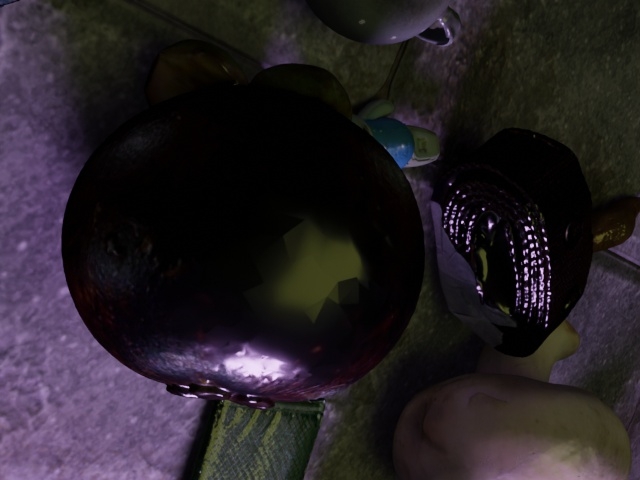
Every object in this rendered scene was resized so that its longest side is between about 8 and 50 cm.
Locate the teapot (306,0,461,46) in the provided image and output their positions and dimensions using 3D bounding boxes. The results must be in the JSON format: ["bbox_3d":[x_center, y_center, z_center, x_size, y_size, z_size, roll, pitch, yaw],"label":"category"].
[{"bbox_3d":[0.055,-0.296,0.883,0.193,0.129,0.294,-56,136,-9],"label":"teapot"}]

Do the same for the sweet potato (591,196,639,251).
[{"bbox_3d":[0.482,-0.029,1.424,0.226,0.068,0.068,-26,124,-32],"label":"sweet potato"}]

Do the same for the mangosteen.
[{"bbox_3d":[-0.064,-0.010,0.780,0.330,0.330,0.330,-18,119,-36],"label":"mangosteen"}]

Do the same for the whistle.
[{"bbox_3d":[0.059,-0.108,1.002,0.235,0.077,0.114,-5,87,-43],"label":"whistle"}]

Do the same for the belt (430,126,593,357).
[{"bbox_3d":[0.240,0.012,1.136,0.164,0.184,0.289,-36,127,-37],"label":"belt"}]

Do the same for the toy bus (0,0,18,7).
[{"bbox_3d":[-0.230,-0.243,0.629,0.262,0.150,0.128,-31,125,-35],"label":"toy bus"}]

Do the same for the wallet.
[{"bbox_3d":[-0.091,0.290,1.053,0.160,0.055,0.236,15,92,-42],"label":"wallet"}]

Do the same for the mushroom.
[{"bbox_3d":[0.279,0.286,1.224,0.356,0.315,0.315,-15,118,-44],"label":"mushroom"}]
